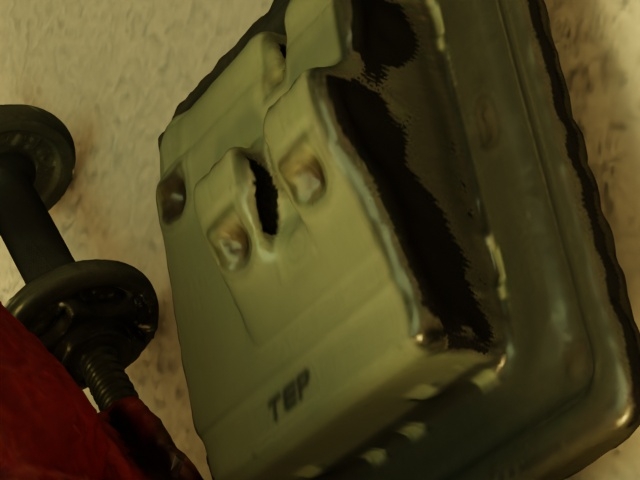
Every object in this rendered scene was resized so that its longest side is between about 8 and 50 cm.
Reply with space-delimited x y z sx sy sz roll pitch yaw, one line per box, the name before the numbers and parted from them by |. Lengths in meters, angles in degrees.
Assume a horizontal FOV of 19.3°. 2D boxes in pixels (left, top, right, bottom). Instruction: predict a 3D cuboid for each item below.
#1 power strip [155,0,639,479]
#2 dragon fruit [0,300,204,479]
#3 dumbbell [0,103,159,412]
power strip | -0.001 0.002 0.719 0.257 0.092 0.251 -41 59 46
dragon fruit | -0.145 0.149 0.745 0.240 0.330 0.302 -34 26 17
dumbbell | -0.134 0.003 0.894 0.081 0.082 0.254 -58 47 29
